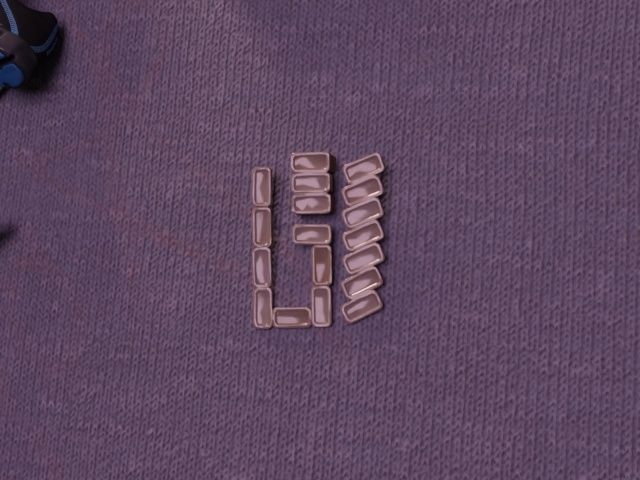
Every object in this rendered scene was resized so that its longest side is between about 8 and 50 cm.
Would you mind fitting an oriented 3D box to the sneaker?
[{"bbox_3d":[-0.581,-0.371,1.449,0.341,0.125,0.140,32,54,-3],"label":"sneaker"}]

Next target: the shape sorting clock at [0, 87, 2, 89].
[{"bbox_3d":[-0.595,-0.311,1.515,0.206,0.040,0.206,-1,79,6],"label":"shape sorting clock"}]

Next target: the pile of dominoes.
[{"bbox_3d":[0.000,0.000,1.302,0.196,0.040,0.251,-1,88,15],"label":"pile of dominoes"}]
